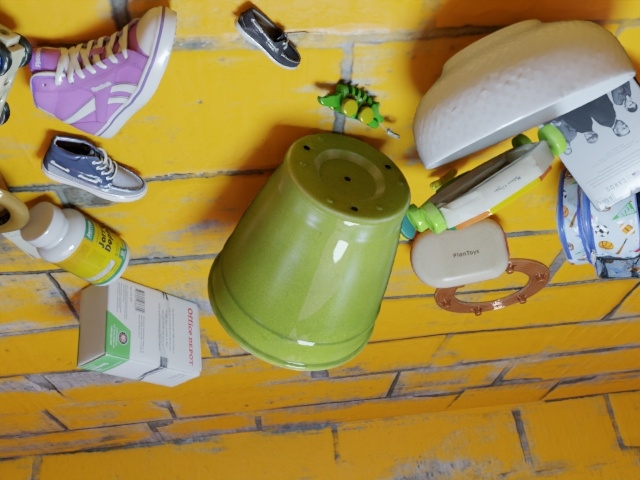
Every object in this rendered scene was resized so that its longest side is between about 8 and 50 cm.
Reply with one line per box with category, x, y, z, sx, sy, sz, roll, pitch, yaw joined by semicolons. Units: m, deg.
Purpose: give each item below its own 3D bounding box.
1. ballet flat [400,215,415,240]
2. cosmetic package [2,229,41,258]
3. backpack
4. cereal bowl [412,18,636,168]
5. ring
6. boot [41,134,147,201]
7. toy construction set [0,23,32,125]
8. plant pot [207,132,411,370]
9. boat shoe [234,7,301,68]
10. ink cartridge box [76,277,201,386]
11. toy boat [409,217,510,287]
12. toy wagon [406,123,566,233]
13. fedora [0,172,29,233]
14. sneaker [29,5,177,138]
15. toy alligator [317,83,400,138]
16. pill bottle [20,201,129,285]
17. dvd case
ballet flat;0.140;-0.075;1.403;0.077;0.077;0.231;2;153;27
cosmetic package;-0.597;-0.015;1.329;0.041;0.060;0.115;-10;149;5
backpack;0.599;-0.072;1.347;0.213;0.276;0.263;-4;149;20
cereal bowl;0.292;-0.240;1.011;0.339;0.141;0.339;-22;179;0
ring;0.500;0.146;1.896;0.336;0.032;0.336;-7;150;-4
boot;-0.396;-0.128;1.170;0.190;0.069;0.086;13;147;-29
toy construction set;-0.530;-0.244;0.881;0.215;0.151;0.328;31;131;-9
plant pot;0.000;0.000;1.253;0.366;0.366;0.353;5;136;-21
boat shoe;-0.070;-0.302;0.975;0.038;0.046;0.125;-26;138;37
ink cartridge box;-0.450;0.236;1.642;0.121;0.211;0.289;-27;145;29
toy boat;0.331;0.030;1.579;0.231;0.151;0.151;-11;179;5
toy wagon;0.286;-0.103;1.200;0.267;0.068;0.344;-33;-176;-3
fedora;-0.626;-0.080;1.190;0.194;0.079;0.194;-2;154;-1
sneaker;-0.329;-0.254;0.944;0.161;0.102;0.282;20;140;-35
toy alligator;0.077;-0.230;1.131;0.189;0.056;0.051;16;102;-36
pill bottle;-0.499;0.006;1.329;0.117;0.118;0.208;-19;148;18
dvd case;0.510;-0.190;1.162;0.179;0.239;0.029;-34;-174;37
